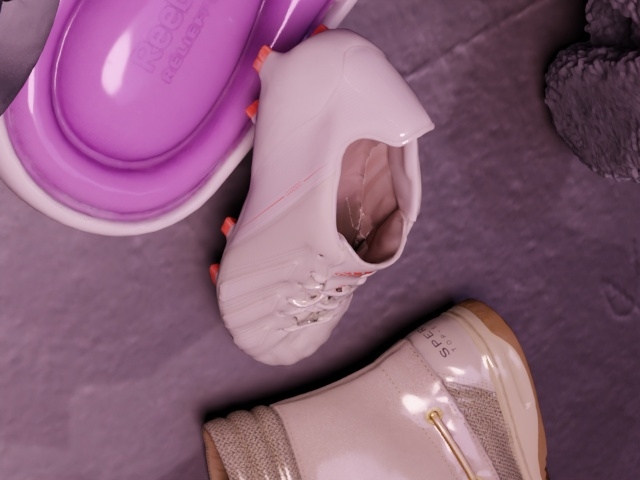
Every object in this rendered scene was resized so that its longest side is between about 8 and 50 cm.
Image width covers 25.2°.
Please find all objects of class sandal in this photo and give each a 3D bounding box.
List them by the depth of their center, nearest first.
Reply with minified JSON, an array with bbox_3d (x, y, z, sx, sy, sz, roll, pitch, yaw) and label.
[{"bbox_3d":[0.008,-0.181,0.556,0.169,0.102,0.416,22,97,-31],"label":"sandal"}]

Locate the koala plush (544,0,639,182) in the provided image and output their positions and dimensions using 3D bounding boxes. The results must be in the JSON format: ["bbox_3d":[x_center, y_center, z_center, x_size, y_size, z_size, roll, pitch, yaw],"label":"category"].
[{"bbox_3d":[0.219,-0.129,0.610,0.221,0.203,0.196,-25,117,-10],"label":"koala plush"}]

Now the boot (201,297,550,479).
[{"bbox_3d":[0.037,0.152,0.700,0.165,0.077,0.213,-22,110,-19],"label":"boot"}]

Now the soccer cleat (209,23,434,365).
[{"bbox_3d":[0.000,0.000,0.592,0.068,0.076,0.196,-28,149,-29],"label":"soccer cleat"}]

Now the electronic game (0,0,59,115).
[{"bbox_3d":[-0.201,-0.109,0.483,0.229,0.048,0.229,-6,121,-9],"label":"electronic game"}]
